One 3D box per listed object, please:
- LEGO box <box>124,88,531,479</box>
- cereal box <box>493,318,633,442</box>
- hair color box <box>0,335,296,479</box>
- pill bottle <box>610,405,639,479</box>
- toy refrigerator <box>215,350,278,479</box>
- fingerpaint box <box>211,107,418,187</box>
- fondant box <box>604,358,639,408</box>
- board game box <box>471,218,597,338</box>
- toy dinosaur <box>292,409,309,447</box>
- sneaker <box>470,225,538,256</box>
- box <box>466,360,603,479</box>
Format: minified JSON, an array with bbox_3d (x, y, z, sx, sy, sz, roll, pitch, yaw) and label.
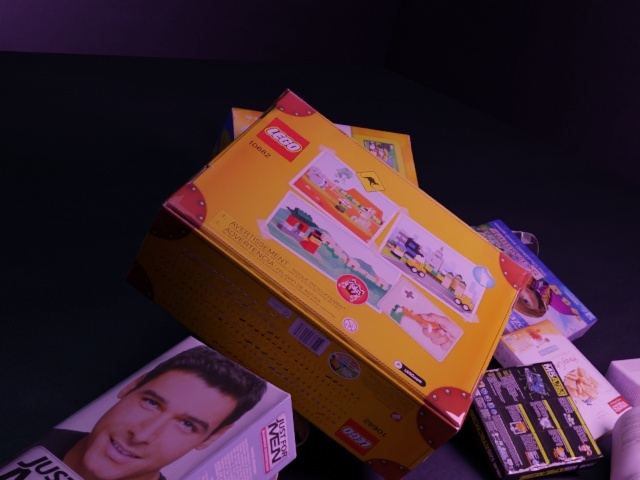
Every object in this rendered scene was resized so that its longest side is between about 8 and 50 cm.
[{"bbox_3d":[0.026,0.053,1.310,0.500,0.193,0.372,37,43,2],"label":"LEGO box"},{"bbox_3d":[0.442,0.257,1.570,0.173,0.047,0.240,-11,51,-45],"label":"cereal box"},{"bbox_3d":[-0.221,0.276,0.980,0.185,0.114,0.374,23,41,35],"label":"hair color box"},{"bbox_3d":[0.523,0.367,1.355,0.131,0.131,0.229,20,24,12],"label":"pill bottle"},{"bbox_3d":[-0.115,0.274,1.219,0.094,0.102,0.269,10,23,-12],"label":"toy refrigerator"},{"bbox_3d":[0.000,0.000,1.589,0.370,0.163,0.445,5,57,-21],"label":"fingerpaint box"},{"bbox_3d":[0.708,0.340,1.575,0.238,0.096,0.330,0,26,-30],"label":"fondant box"},{"bbox_3d":[0.394,0.106,1.826,0.318,0.066,0.319,-16,58,-50],"label":"board game box"},{"bbox_3d":[-0.039,0.272,1.344,0.112,0.064,0.211,-16,25,-24],"label":"toy dinosaur"},{"bbox_3d":[0.348,0.023,2.082,0.330,0.123,0.146,2,8,-25],"label":"sneaker"},{"bbox_3d":[0.338,0.295,1.416,0.184,0.045,0.191,-3,49,-23],"label":"box"}]
